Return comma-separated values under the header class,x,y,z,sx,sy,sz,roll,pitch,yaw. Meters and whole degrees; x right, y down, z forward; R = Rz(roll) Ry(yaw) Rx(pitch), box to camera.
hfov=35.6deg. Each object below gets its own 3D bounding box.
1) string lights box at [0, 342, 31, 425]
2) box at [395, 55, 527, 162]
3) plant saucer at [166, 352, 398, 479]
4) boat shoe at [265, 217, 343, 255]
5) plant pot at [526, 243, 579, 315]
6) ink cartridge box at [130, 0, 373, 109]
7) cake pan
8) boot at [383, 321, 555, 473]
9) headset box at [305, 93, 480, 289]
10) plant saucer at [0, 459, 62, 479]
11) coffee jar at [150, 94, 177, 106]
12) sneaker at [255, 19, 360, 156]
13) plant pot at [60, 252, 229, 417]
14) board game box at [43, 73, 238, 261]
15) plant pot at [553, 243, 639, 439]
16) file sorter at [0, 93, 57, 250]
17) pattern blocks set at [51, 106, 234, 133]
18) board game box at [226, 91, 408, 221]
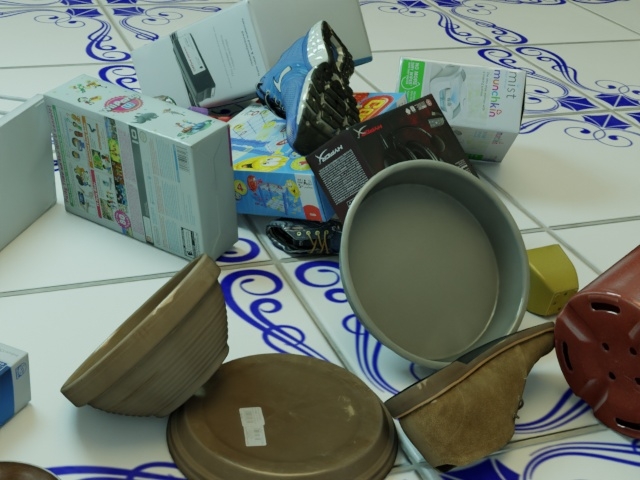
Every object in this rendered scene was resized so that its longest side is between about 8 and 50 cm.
class,x,y,z,sx,sy,sz,roll,pitch,yaw
string lights box,-0.456,0.201,1.106,0.133,0.076,0.259,15,30,17
box,0.253,-0.244,1.882,0.231,0.126,0.262,8,-7,3
plant saucer,-0.044,0.216,1.186,0.278,0.041,0.278,4,29,-2
boat shoe,0.000,0.000,1.583,0.183,0.065,0.083,19,35,39
plant pot,0.339,0.067,1.492,0.081,0.081,0.083,-10,43,-26
ink cartridge box,-0.142,-0.366,1.970,0.286,0.166,0.395,-22,10,-41
cake pan,0.151,0.035,1.362,0.293,0.293,0.054,-10,-10,-26
boot,0.208,0.188,1.230,0.305,0.112,0.115,-22,77,-43
headset box,0.145,-0.049,1.503,0.218,0.293,0.110,-27,-3,-43
plant saucer,-0.337,0.289,1.011,0.169,0.029,0.168,3,27,-2
coffee jar,-0.278,-0.164,1.711,0.096,0.184,0.079,-14,61,-7
sneaker,-0.026,-0.229,1.640,0.147,0.130,0.330,-30,29,23
plant pot,-0.187,0.132,1.192,0.109,0.237,0.237,47,30,-8
board game box,-0.280,-0.113,1.565,0.304,0.224,0.097,20,41,26
plant pot,0.459,0.107,1.265,0.265,0.272,0.272,-25,40,-31
file sorter,-0.556,-0.101,1.544,0.173,0.192,0.277,8,28,11
pattern blocks set,-0.348,-0.208,1.823,0.325,0.026,0.285,-4,-3,19
board game box,-0.044,-0.154,1.707,0.302,0.086,0.308,6,35,34
